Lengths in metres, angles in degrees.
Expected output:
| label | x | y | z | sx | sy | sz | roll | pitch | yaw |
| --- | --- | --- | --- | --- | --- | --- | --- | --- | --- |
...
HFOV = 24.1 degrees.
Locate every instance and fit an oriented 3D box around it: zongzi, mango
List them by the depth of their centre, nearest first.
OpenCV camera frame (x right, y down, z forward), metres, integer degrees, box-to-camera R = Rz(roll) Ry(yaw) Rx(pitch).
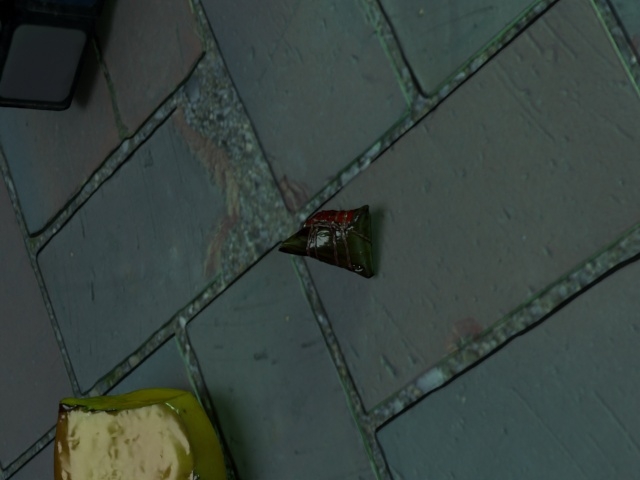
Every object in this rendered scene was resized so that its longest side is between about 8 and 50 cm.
| label | x | y | z | sx | sy | sz | roll | pitch | yaw |
| --- | --- | --- | --- | --- | --- | --- | --- | --- | --- |
| zongzi | 0.000 | 0.000 | 1.321 | 0.083 | 0.073 | 0.067 | 20 | 124 | 46 |
| mango | -0.170 | 0.276 | 1.472 | 0.187 | 0.138 | 0.257 | -2 | 94 | 29 |

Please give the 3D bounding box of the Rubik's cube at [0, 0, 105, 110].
| label | x | y | z | sx | sy | sz | roll | pitch | yaw |
| --- | --- | --- | --- | --- | --- | --- | --- | --- | --- |
| Rubik's cube | -0.429 | -0.363 | 1.564 | 0.363 | 0.362 | 0.358 | 43 | 119 | 36 |
